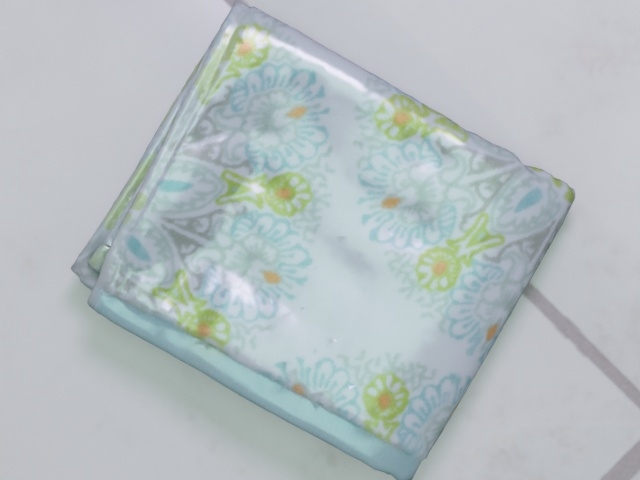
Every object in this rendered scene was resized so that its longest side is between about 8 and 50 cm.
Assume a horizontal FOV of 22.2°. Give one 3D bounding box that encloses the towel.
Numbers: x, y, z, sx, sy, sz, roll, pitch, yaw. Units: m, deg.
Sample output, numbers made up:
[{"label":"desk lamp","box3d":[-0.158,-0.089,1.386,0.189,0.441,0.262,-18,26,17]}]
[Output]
[{"label":"towel","box3d":[0.000,0.000,1.514,0.374,0.090,0.320,30,91,0]}]
